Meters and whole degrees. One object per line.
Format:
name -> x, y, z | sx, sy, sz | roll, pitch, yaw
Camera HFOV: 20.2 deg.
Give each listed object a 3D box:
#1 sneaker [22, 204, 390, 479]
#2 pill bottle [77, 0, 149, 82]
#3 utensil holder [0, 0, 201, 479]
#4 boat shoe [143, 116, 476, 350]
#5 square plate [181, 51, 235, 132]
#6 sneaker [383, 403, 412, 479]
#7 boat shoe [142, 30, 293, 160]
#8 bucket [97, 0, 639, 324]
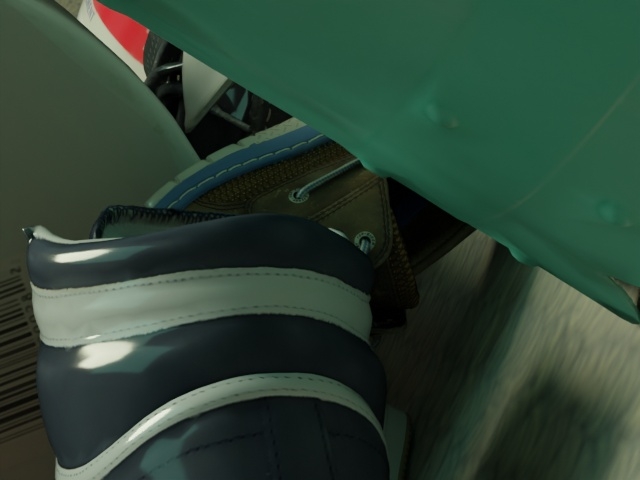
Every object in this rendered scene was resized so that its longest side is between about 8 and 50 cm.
sneaker -> -0.051, 0.086, 0.518 | 0.282, 0.099, 0.153 | 138, 128, -60
pill bottle -> -0.018, -0.280, 1.384 | 0.408, 0.229, 0.229 | -61, 7, 32
utensil holder -> -0.221, 0.013, 0.759 | 0.327, 0.327, 0.385 | -64, 20, 5
boat shoe -> 0.000, 0.000, 0.573 | 0.183, 0.066, 0.066 | -41, -41, -24
square plate -> 0.075, -0.236, 0.790 | 0.344, 0.049, 0.347 | -46, 8, 31
sneaker -> -0.008, 0.078, 0.575 | 0.118, 0.067, 0.042 | -79, 15, -68
boat shoe -> -0.035, -0.066, 1.013 | 0.187, 0.156, 0.500 | -53, 14, 54
bucket -> 0.052, -0.140, 0.405 | 0.281, 0.183, 0.281 | -62, 8, 14
